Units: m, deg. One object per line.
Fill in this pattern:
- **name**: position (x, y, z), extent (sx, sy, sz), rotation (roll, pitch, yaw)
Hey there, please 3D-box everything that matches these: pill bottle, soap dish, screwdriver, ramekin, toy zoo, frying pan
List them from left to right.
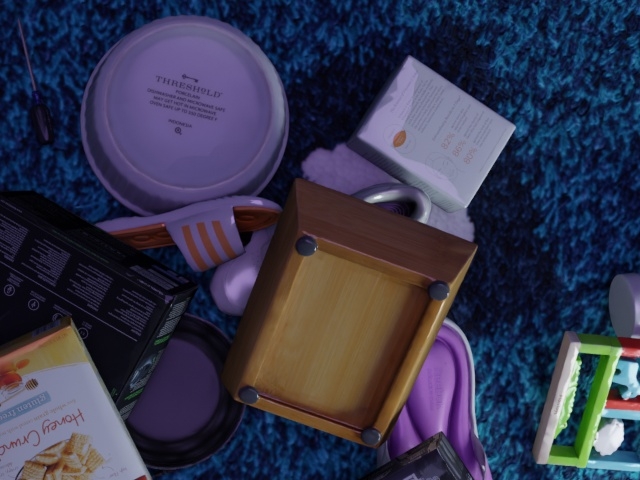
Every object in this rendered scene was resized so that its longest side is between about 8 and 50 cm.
- **screwdriver**: position (-0.370, -0.203, 1.616), extent (0.025, 0.024, 0.170), rotation (-16, 86, -38)
- **frying pan**: position (-0.246, 0.156, 1.591), extent (0.326, 0.053, 0.197), rotation (30, 78, -3)
- **ramekin**: position (-0.167, -0.157, 1.590), extent (0.272, 0.127, 0.273), rotation (1, 86, -8)
- **soap dish**: position (0.027, 0.098, 1.505), extent (0.228, 0.118, 0.291), rotation (20, 114, -4)
- **toy zoo**: position (0.440, 0.219, 1.655), extent (0.293, 0.030, 0.192), rotation (5, 117, -8)
- **pill bottle**: position (0.500, 0.082, 1.676), extent (0.216, 0.121, 0.121), rotation (-4, 86, -8)

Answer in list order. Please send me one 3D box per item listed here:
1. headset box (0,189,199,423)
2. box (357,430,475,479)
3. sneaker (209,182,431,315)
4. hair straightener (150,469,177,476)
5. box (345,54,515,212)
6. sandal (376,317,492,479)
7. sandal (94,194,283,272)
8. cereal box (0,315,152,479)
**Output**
- **headset box**: position (-0.323, 0.121, 1.496), extent (0.246, 0.131, 0.283), rotation (29, 96, 5)
- **box**: position (0.087, 0.415, 1.556), extent (0.307, 0.076, 0.242), rotation (-32, 92, 14)
- **sneaker**: position (0.000, 0.000, 1.592), extent (0.305, 0.152, 0.114), rotation (-27, 92, -8)
- **hair straightener**: position (-0.197, 0.320, 1.587), extent (0.230, 0.047, 0.089), rotation (34, 81, 1)
- **box**: position (0.142, -0.136, 1.653), extent (0.170, 0.091, 0.130), rotation (33, 82, -5)
- **sandal**: position (0.150, 0.301, 1.616), extent (0.169, 0.102, 0.417), rotation (-11, 88, -9)
- **sandal**: position (-0.166, 0.007, 1.567), extent (0.265, 0.102, 0.076), rotation (-11, 72, 15)
- **cereal box**: position (-0.302, 0.224, 1.391), extent (0.173, 0.047, 0.240), rotation (-26, 107, -6)
